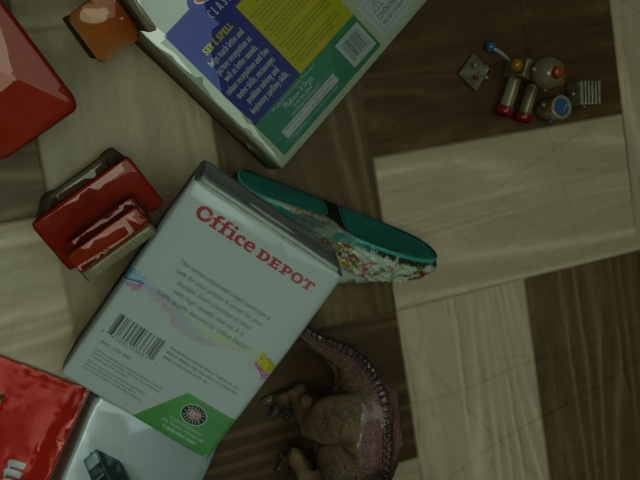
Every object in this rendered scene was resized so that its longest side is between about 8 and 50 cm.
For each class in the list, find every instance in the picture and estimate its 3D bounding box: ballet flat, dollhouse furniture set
[{"bbox_3d":[0.000,0.000,0.910,0.241,0.091,0.077,21,115,-18],"label":"ballet flat"},{"bbox_3d":[-0.241,-0.104,0.736,0.262,0.135,0.259,-37,114,-4],"label":"dollhouse furniture set"}]

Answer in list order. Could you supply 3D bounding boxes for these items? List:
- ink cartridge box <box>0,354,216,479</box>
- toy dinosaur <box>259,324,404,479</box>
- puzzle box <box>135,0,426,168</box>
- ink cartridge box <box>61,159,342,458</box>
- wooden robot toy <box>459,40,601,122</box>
[{"bbox_3d":[-0.255,0.262,0.823,0.239,0.060,0.275,25,84,-23],"label":"ink cartridge box"},{"bbox_3d":[0.040,0.201,0.862,0.127,0.200,0.295,-12,97,-21],"label":"toy dinosaur"},{"bbox_3d":[-0.014,-0.308,0.889,0.272,0.052,0.409,44,77,-19],"label":"puzzle box"},{"bbox_3d":[-0.103,0.059,0.810,0.154,0.093,0.212,34,102,-12],"label":"ink cartridge box"},{"bbox_3d":[0.242,-0.168,0.987,0.173,0.079,0.076,13,88,-22],"label":"wooden robot toy"}]
